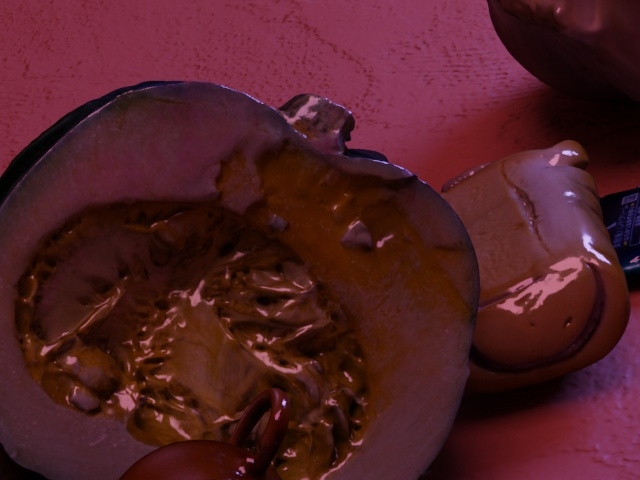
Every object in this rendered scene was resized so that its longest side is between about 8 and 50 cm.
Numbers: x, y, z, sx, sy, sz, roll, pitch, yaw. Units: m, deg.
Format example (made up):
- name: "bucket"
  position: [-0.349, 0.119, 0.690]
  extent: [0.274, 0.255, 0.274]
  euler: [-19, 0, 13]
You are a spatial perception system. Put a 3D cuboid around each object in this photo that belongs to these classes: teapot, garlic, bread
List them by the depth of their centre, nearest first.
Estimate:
- name: "teapot"
  position: [-0.057, 0.156, 1.021]
  extent: [0.116, 0.116, 0.173]
  euler: [20, 82, 44]
- name: "bread"
  position: [0.131, 0.014, 1.294]
  extent: [0.134, 0.081, 0.225]
  euler: [-23, 27, 12]
- name: "garlic"
  position: [0.287, -0.232, 1.491]
  extent: [0.340, 0.246, 0.231]
  euler: [-43, 26, -9]

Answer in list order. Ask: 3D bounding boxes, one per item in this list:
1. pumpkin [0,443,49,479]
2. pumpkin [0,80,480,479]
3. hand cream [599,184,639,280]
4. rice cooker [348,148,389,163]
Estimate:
- name: "pumpkin"
  position: [-0.222, 0.092, 1.229]
  extent: [0.130, 0.149, 0.254]
  euler: [-15, 23, -20]
- name: "pumpkin"
  position: [-0.071, 0.035, 1.168]
  extent: [0.263, 0.293, 0.197]
  euler: [-62, 18, -4]
- name: "hand cream"
  position: [0.305, -0.023, 1.318]
  extent: [0.270, 0.061, 0.120]
  euler: [-9, 29, 19]
- name: "rice cooker"
  position: [0.000, 0.000, 1.359]
  extent: [0.112, 0.106, 0.165]
  euler: [-2, 36, 20]
